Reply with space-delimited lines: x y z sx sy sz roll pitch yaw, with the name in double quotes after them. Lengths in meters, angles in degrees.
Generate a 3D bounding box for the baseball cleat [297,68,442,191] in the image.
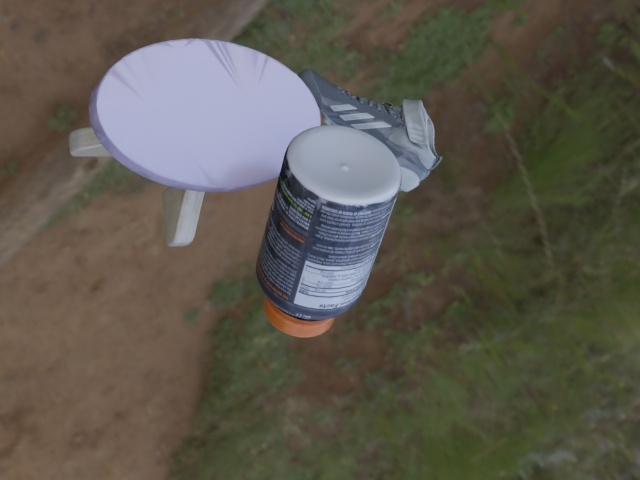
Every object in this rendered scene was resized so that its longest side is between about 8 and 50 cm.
0.067 -0.159 1.757 0.109 0.206 0.072 -44 -179 14 "baseball cleat"

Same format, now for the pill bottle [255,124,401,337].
0.000 0.000 1.578 0.130 0.130 0.246 -15 142 -30 "pill bottle"

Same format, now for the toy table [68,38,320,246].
-0.156 -0.132 1.652 0.274 0.252 0.161 12 163 -25 "toy table"
